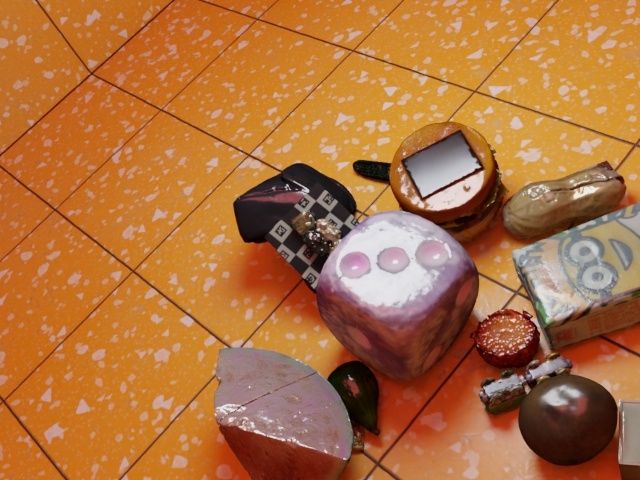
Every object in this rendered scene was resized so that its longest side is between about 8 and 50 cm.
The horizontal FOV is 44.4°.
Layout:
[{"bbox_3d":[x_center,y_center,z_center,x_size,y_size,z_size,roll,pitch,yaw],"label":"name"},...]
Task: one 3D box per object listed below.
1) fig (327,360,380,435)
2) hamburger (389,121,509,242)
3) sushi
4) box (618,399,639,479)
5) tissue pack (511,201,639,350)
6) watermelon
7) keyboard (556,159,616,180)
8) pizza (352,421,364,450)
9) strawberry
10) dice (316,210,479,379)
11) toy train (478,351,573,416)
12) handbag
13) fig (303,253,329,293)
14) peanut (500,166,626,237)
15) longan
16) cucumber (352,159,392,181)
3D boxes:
[{"bbox_3d":[0.082,0.346,1.719,0.117,0.117,0.177,-30,46,0],"label":"fig"},{"bbox_3d":[0.312,-0.134,1.917,0.291,0.225,0.291,-11,57,18],"label":"hamburger"},{"bbox_3d":[0.000,0.000,1.845,0.215,0.050,0.192,44,93,6],"label":"sushi"},{"bbox_3d":[0.666,0.372,1.433,0.225,0.086,0.129,-2,52,24],"label":"box"},{"bbox_3d":[0.595,0.077,1.676,0.311,0.128,0.228,-21,46,8],"label":"tissue pack"},{"bbox_3d":[-0.094,0.415,1.702,0.319,0.222,0.292,9,27,0],"label":"watermelon"},{"bbox_3d":[0.632,-0.148,1.917,0.166,0.017,0.055,-21,48,9],"label":"keyboard"},{"bbox_3d":[0.067,0.419,1.721,0.083,0.025,0.078,11,59,32],"label":"pizza"},{"bbox_3d":[0.401,0.215,1.686,0.145,0.086,0.145,-12,50,14],"label":"strawberry"},{"bbox_3d":[0.170,0.119,1.719,0.270,0.270,0.271,32,65,27],"label":"dice"},{"bbox_3d":[0.423,0.296,1.619,0.202,0.081,0.060,-21,48,-1],"label":"toy train"},{"bbox_3d":[-0.055,-0.108,2.023,0.275,0.178,0.302,-14,8,17],"label":"handbag"},{"bbox_3d":[0.034,0.083,1.936,0.149,0.148,0.202,-35,69,39],"label":"fig"},{"bbox_3d":[0.565,-0.092,1.833,0.290,0.130,0.130,-16,48,10],"label":"peanut"},{"bbox_3d":[0.472,0.340,1.495,0.187,0.167,0.167,-40,34,43],"label":"longan"},{"bbox_3d":[0.174,-0.192,2.150,0.214,0.052,0.058,14,41,34],"label":"cucumber"}]
